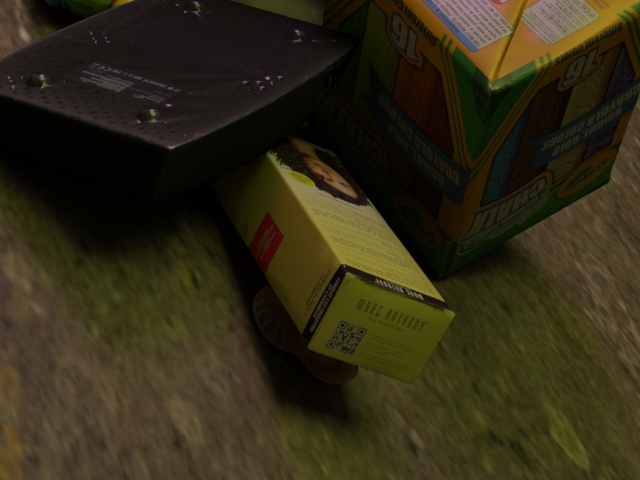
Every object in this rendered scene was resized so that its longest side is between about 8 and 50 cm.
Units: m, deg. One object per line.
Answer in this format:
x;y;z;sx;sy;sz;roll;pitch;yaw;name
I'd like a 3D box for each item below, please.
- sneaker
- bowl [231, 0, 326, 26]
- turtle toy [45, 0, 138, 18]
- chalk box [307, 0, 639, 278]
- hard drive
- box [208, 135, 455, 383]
-0.010;0.063;1.170;0.083;0.032;0.037;46;9;17;sneaker
-0.029;-0.227;1.415;0.289;0.289;0.156;20;73;-29;bowl
-0.155;-0.191;1.346;0.130;0.066;0.095;26;52;-25;turtle toy
0.113;-0.111;1.363;0.179;0.289;0.180;-28;62;-25;chalk box
-0.099;-0.101;1.210;0.172;0.054;0.254;18;29;22;hard drive
0.000;0.000;1.190;0.087;0.058;0.232;20;20;-31;box
